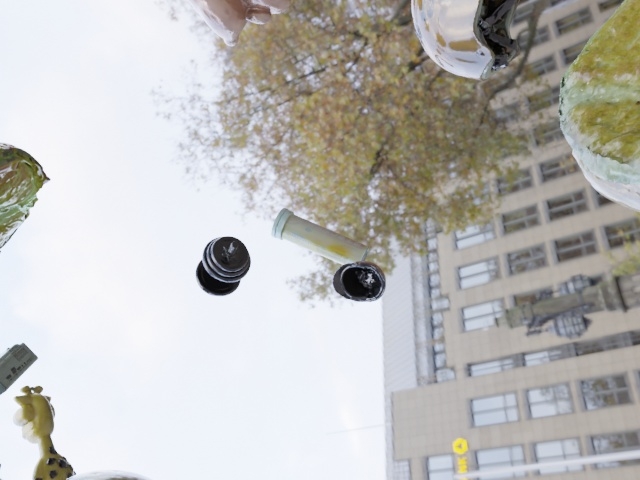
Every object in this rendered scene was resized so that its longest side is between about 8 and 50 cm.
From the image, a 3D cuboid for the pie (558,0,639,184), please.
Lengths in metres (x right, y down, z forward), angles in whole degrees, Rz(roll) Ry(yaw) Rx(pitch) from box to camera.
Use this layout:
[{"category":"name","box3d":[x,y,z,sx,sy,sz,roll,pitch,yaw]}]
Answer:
[{"category":"pie","box3d":[0.343,-0.160,0.550,0.070,0.323,0.323,40,-139,-25]}]

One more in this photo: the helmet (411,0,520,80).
[{"category":"helmet","box3d":[0.195,-0.331,0.896,0.198,0.130,0.224,-33,-58,-58]}]

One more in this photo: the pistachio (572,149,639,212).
[{"category":"pistachio","box3d":[0.488,-0.109,0.944,0.137,0.238,0.153,-55,-31,-23]}]

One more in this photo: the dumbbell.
[{"category":"dumbbell","box3d":[-0.199,0.054,1.335,0.099,0.208,0.099,10,-119,-18]}]

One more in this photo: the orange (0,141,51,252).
[{"category":"orange","box3d":[-0.755,-0.080,1.417,0.196,0.335,0.262,36,-131,-12]}]

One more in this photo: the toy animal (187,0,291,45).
[{"category":"toy animal","box3d":[-0.139,-0.461,1.150,0.171,0.198,0.171,50,-171,-11]}]

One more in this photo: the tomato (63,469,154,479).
[{"category":"tomato","box3d":[-0.285,0.439,0.908,0.223,0.270,0.270,-43,-64,-18]}]

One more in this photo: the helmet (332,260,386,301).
[{"category":"helmet","box3d":[0.064,0.059,1.027,0.049,0.084,0.065,-52,-30,-67]}]

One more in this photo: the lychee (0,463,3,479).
[{"category":"lychee","box3d":[-0.820,0.513,1.158,0.500,0.425,0.424,-40,-71,-39]}]

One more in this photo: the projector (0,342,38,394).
[{"category":"projector","box3d":[-0.656,0.276,1.313,0.061,0.147,0.115,54,-157,-12]}]

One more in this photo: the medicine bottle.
[{"category":"medicine bottle","box3d":[0.000,0.000,1.489,0.074,0.218,0.073,23,-90,-80]}]

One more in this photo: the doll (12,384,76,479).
[{"category":"doll","box3d":[-0.639,0.470,1.515,0.291,0.086,0.117,62,-168,21]}]
